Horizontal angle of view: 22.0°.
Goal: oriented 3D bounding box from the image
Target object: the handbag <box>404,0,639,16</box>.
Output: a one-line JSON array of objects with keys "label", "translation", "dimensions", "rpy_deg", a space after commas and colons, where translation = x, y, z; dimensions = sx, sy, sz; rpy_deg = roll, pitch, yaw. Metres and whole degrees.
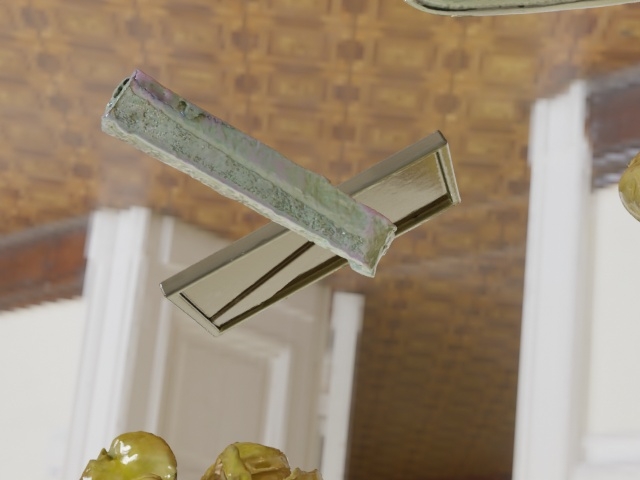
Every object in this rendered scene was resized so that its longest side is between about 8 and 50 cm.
[{"label": "handbag", "translation": [0.145, -0.192, 0.906], "dimensions": [0.241, 0.109, 0.315], "rpy_deg": [-2, -168, 11]}]

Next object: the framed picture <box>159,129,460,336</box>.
[{"label": "framed picture", "translation": [0.000, 0.000, 1.350], "dimensions": [0.250, 0.016, 0.184], "rpy_deg": [-29, 164, 2]}]

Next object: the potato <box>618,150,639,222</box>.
[{"label": "potato", "translation": [0.304, -0.041, 1.430], "dimensions": [0.091, 0.070, 0.138], "rpy_deg": [26, -159, 9]}]

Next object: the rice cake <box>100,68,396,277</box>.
[{"label": "rice cake", "translation": [-0.043, -0.042, 1.066], "dimensions": [0.211, 0.043, 0.034], "rpy_deg": [29, 169, -14]}]

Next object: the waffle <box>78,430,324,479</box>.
[{"label": "waffle", "translation": [-0.042, 0.229, 0.879], "dimensions": [0.151, 0.261, 0.324], "rpy_deg": [-16, -178, -7]}]
